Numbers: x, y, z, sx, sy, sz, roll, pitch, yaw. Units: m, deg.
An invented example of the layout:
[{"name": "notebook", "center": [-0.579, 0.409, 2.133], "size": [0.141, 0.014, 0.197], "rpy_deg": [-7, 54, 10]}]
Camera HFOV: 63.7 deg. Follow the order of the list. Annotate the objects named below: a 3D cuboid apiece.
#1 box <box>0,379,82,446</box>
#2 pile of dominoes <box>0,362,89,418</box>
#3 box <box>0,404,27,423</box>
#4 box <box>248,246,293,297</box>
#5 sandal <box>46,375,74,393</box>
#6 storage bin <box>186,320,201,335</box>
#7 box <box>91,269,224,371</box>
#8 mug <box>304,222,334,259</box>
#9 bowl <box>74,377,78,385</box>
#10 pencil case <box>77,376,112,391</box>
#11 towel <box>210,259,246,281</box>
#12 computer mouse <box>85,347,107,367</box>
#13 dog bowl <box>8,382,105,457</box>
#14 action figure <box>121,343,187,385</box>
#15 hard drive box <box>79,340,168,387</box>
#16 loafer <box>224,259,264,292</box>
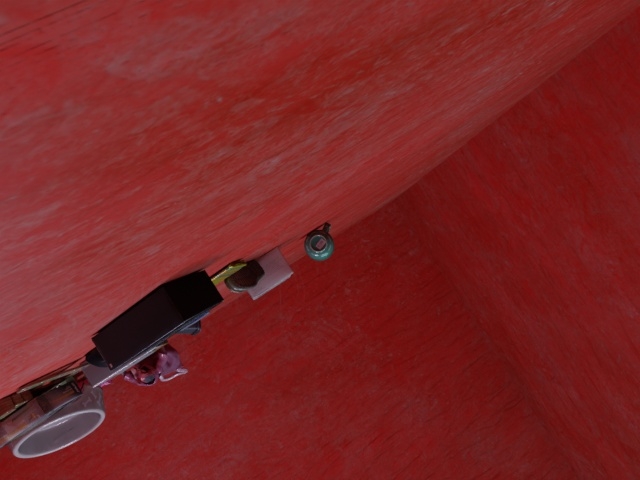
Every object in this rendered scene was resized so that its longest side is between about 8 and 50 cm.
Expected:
[{"name": "box", "center": [-0.821, 0.501, 1.455], "size": [0.231, 0.056, 0.183], "rpy_deg": [-35, 178, 3]}, {"name": "pile of dominoes", "center": [-0.790, 0.432, 1.430], "size": [0.196, 0.040, 0.251], "rpy_deg": [-34, 172, 17]}, {"name": "box", "center": [-0.950, 0.533, 1.524], "size": [0.178, 0.042, 0.109], "rpy_deg": [-36, 176, 36]}, {"name": "box", "center": [-0.213, 0.130, 1.979], "size": [0.182, 0.119, 0.181], "rpy_deg": [-33, 177, -11]}, {"name": "sandal", "center": [-0.853, 0.481, 1.659], "size": [0.090, 0.060, 0.219], "rpy_deg": [-38, 168, -47]}, {"name": "storage bin", "center": [-0.591, 0.367, 2.281], "size": [0.091, 0.098, 0.135], "rpy_deg": [1, 160, -29]}, {"name": "box", "center": [-0.397, 0.193, 1.270], "size": [0.261, 0.103, 0.184], "rpy_deg": [-34, 180, 21]}, {"name": "mug", "center": [-0.008, 0.006, 2.230], "size": [0.129, 0.158, 0.097], "rpy_deg": [-10, 171, 2]}, {"name": "bowl", "center": [-0.984, 0.602, 1.953], "size": [0.170, 0.080, 0.170], "rpy_deg": [-33, 178, -1]}, {"name": "pencil case", "center": [-0.978, 0.615, 2.138], "size": [0.209, 0.095, 0.098], "rpy_deg": [-34, -148, -6]}, {"name": "towel", "center": [-0.344, 0.129, 1.604], "size": [0.237, 0.021, 0.102], "rpy_deg": [-33, 172, 16]}, {"name": "computer mouse", "center": [-0.571, 0.303, 1.501], "size": [0.272, 0.072, 0.188], "rpy_deg": [-34, 178, 21]}, {"name": "dog bowl", "center": [-0.944, 0.652, 1.850], "size": [0.349, 0.102, 0.349], "rpy_deg": [-28, 155, -14]}, {"name": "action figure", "center": [-0.787, 0.598, 2.362], "size": [0.248, 0.275, 0.370], "rpy_deg": [-27, -170, -4]}, {"name": "hard drive box", "center": [-0.645, 0.373, 1.711], "size": [0.232, 0.089, 0.181], "rpy_deg": [-32, 176, -6]}, {"name": "loafer", "center": [-0.267, 0.136, 1.764], "size": [0.087, 0.094, 0.251], "rpy_deg": [-38, 176, 15]}]
